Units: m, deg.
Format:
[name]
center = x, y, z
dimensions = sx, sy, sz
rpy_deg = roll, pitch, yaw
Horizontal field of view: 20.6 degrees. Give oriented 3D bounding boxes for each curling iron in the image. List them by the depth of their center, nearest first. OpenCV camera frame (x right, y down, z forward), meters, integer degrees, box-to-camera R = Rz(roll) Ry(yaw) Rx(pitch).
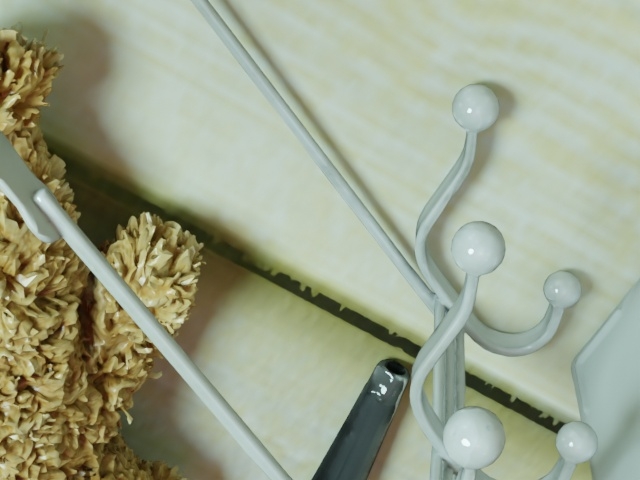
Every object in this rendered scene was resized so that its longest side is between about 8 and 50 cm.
[curling iron]
center = -0.025, 0.167, 0.923
dimensions = 0.068, 0.035, 0.274
rpy_deg = 25, 121, -13

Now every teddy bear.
[teddy bear]
center = -0.162, 0.060, 0.791
dimensions = 0.245, 0.113, 0.338
rpy_deg = -11, 122, -29

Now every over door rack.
[over door rack]
center = 0.000, 0.000, 0.692
dimensions = 0.108, 0.239, 0.324
rpy_deg = -38, 114, 26

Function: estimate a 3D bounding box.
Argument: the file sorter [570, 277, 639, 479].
[file sorter]
center = 0.241, 0.103, 0.727
dimensions = 0.173, 0.278, 0.193
rpy_deg = 25, 121, -17
